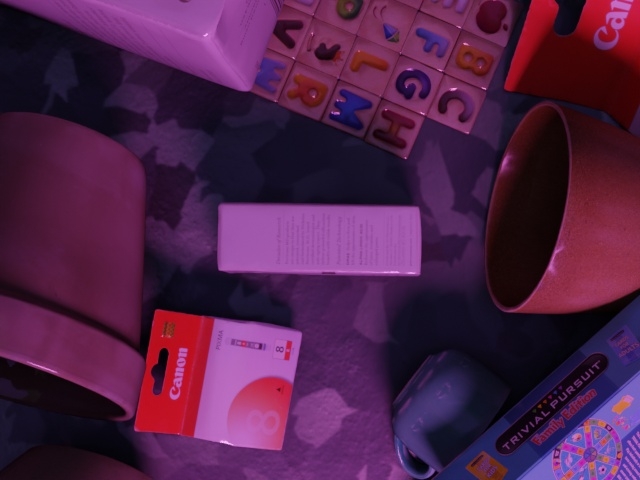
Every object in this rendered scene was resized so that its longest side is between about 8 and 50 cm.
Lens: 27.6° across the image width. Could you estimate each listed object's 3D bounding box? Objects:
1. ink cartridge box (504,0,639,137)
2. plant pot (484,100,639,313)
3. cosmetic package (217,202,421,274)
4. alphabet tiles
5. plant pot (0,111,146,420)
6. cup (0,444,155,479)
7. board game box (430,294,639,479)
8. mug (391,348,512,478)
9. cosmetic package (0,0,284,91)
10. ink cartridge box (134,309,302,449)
[{"bbox_3d":[0.421,-0.213,1.427,0.385,0.308,0.091,14,45,1],"label":"ink cartridge box"},{"bbox_3d":[0.345,-0.017,1.465,0.254,0.237,0.237,10,89,-12],"label":"plant pot"},{"bbox_3d":[0.000,0.000,1.514,0.231,0.117,0.085,-1,87,3],"label":"cosmetic package"},{"bbox_3d":[0.055,-0.273,1.572,0.342,0.011,0.285,24,89,2],"label":"alphabet tiles"},{"bbox_3d":[-0.325,0.021,1.449,0.323,0.323,0.280,13,73,2],"label":"plant pot"},{"bbox_3d":[-0.286,0.366,1.439,0.331,0.331,0.237,15,63,2],"label":"cup"},{"bbox_3d":[0.312,0.238,1.444,0.336,0.079,0.254,-42,132,0],"label":"board game box"},{"bbox_3d":[0.134,0.200,1.497,0.097,0.129,0.158,38,90,5],"label":"mug"},{"bbox_3d":[-0.219,-0.396,1.421,0.393,0.327,0.329,20,89,5],"label":"cosmetic package"},{"bbox_3d":[-0.115,0.161,1.506,0.179,0.045,0.145,11,88,-34],"label":"ink cartridge box"}]
